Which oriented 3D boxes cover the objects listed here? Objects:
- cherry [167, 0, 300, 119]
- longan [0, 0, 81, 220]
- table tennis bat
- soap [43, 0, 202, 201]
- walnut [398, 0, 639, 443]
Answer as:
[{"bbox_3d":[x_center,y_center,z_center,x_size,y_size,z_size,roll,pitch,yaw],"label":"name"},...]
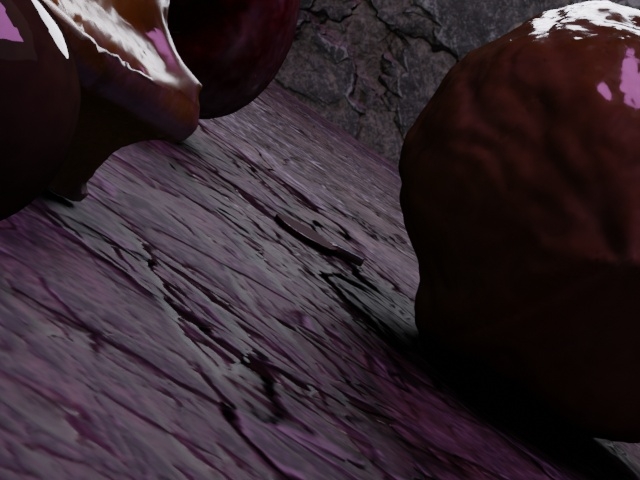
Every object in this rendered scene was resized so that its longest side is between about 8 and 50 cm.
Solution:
[{"bbox_3d":[-0.133,-0.212,1.228,0.230,0.203,0.300,29,-6,-16],"label":"cherry"},{"bbox_3d":[-0.140,-0.049,0.521,0.106,0.106,0.119,29,50,-28],"label":"longan"},{"bbox_3d":[0.000,0.000,1.131,0.083,0.007,0.050,27,8,-28],"label":"table tennis bat"},{"bbox_3d":[-0.204,-0.161,0.673,0.259,0.143,0.281,57,11,29],"label":"soap"},{"bbox_3d":[0.198,-0.010,0.986,0.306,0.306,0.344,33,14,2],"label":"walnut"}]
